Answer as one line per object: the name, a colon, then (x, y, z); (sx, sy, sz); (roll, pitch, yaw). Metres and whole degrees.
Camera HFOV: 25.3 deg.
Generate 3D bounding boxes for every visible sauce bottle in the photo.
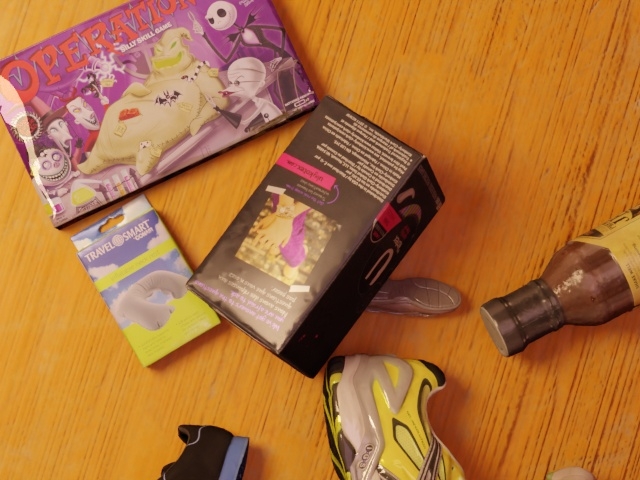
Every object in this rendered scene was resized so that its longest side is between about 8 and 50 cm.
sauce bottle: (0.354, 0.030, 1.688); (0.344, 0.111, 0.111); (-27, 91, -7)

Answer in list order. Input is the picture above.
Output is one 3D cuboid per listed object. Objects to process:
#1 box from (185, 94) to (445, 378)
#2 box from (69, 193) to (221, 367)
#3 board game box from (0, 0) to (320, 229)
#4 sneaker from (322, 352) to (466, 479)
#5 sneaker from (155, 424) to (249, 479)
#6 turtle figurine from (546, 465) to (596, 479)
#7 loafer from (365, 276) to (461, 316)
box: (0.000, 0.000, 1.613); (0.143, 0.165, 0.270); (35, 86, 20)
box: (-0.206, 0.046, 1.673); (0.109, 0.042, 0.178); (-31, 92, -6)
board game box: (-0.199, -0.178, 1.680); (0.346, 0.056, 0.208); (-26, 86, -5)
sneaker: (0.100, 0.314, 1.625); (0.147, 0.145, 0.385); (-7, 82, -7)
sneaker: (-0.152, 0.314, 1.619); (0.090, 0.081, 0.232); (14, 52, 6)
turtle figurine: (0.265, 0.415, 1.641); (0.197, 0.275, 0.266); (16, 43, 19)
loafer: (0.104, 0.070, 1.707); (0.125, 0.039, 0.045); (6, 55, -8)
